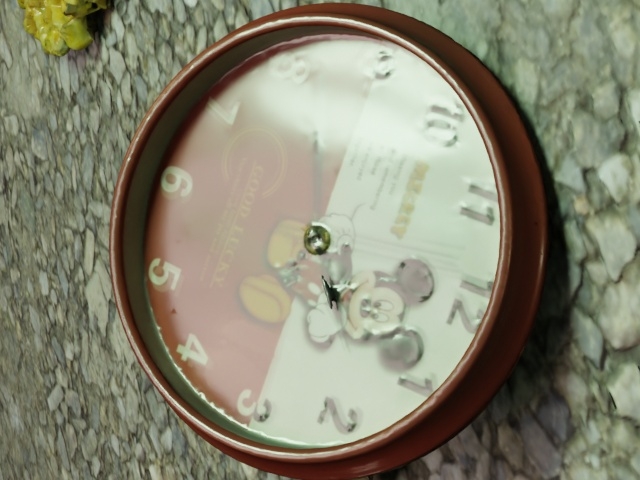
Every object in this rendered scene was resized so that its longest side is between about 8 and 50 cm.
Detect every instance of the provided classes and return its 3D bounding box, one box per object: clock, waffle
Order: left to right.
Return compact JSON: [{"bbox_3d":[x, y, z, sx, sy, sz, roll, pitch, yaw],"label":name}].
[{"bbox_3d":[-0.270,-0.319,1.512,0.280,0.060,0.262,19,119,60],"label":"waffle"},{"bbox_3d":[0.000,0.000,0.978,0.318,0.080,0.318,-3,84,26],"label":"clock"}]

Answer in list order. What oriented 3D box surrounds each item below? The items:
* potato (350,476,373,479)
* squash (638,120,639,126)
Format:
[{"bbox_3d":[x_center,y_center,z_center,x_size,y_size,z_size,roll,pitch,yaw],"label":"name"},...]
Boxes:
[{"bbox_3d":[-0.017,0.122,1.198,0.261,0.100,0.120,17,152,44],"label":"potato"},{"bbox_3d":[0.223,-0.130,0.658,0.094,0.094,0.224,49,134,43],"label":"squash"}]
